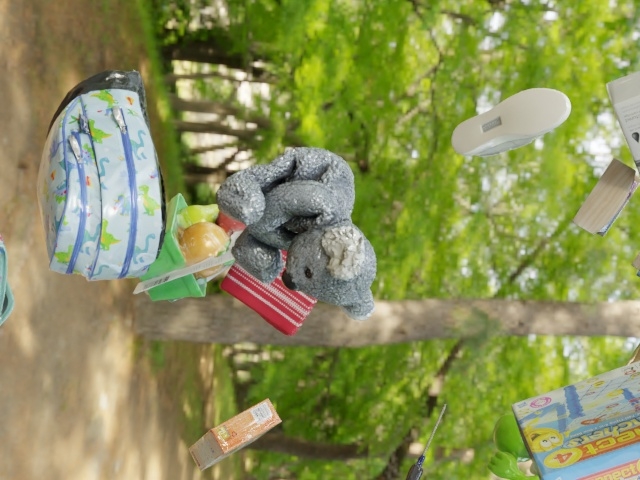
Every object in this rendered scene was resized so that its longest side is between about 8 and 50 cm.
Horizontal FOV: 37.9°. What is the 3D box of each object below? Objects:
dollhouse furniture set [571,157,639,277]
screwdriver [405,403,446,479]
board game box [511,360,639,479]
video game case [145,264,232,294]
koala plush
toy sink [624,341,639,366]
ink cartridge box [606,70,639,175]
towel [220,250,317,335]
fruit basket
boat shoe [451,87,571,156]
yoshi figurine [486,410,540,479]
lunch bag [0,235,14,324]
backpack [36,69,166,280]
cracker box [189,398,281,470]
[{"bbox_3d":[0.665,-0.048,1.704,0.286,0.303,0.198,-59,162,11],"label":"dollhouse furniture set"},{"bbox_3d":[0.191,0.371,1.660,0.169,0.025,0.024,-60,-165,-12],"label":"screwdriver"},{"bbox_3d":[0.481,0.301,1.481,0.302,0.308,0.086,-75,144,-80],"label":"board game box"},{"bbox_3d":[-0.278,0.068,2.067,0.173,0.190,0.022,0,-60,54],"label":"video game case"},{"bbox_3d":[0.000,0.000,1.281,0.221,0.203,0.196,52,-15,32],"label":"koala plush"},{"bbox_3d":[0.706,0.282,1.766,0.131,0.234,0.152,-65,174,-54],"label":"toy sink"},{"bbox_3d":[0.605,-0.191,1.596,0.219,0.160,0.092,57,25,-27],"label":"ink cartridge box"},{"bbox_3d":[-0.067,0.045,1.999,0.274,0.199,0.031,-56,173,3],"label":"towel"},{"bbox_3d":[-0.196,-0.007,1.886,0.327,0.353,0.165,-102,176,-67],"label":"fruit basket"},{"bbox_3d":[0.271,-0.156,1.293,0.184,0.063,0.066,-26,-113,39],"label":"boat shoe"},{"bbox_3d":[0.432,0.505,1.934,0.203,0.203,0.362,107,-6,-74],"label":"yoshi figurine"},{"bbox_3d":[-0.634,0.044,1.615,0.223,0.160,0.262,53,-37,38],"label":"lunch bag"},{"bbox_3d":[-0.398,-0.091,1.698,0.290,0.273,0.355,-49,-118,45],"label":"backpack"},{"bbox_3d":[-0.202,0.453,2.167,0.067,0.156,0.232,59,-30,11],"label":"cracker box"}]
